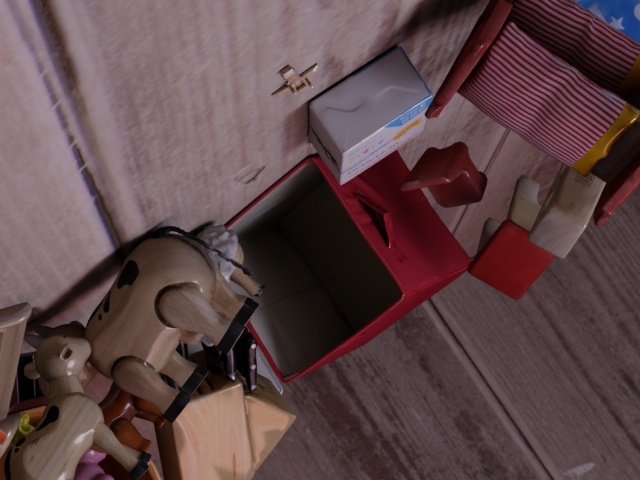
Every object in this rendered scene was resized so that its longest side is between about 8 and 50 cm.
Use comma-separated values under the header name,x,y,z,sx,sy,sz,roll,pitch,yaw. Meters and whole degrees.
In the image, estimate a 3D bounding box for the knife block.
name,x,y,z,sx,sy,sz,roll,pitch,yaw
knife block,-0.164,0.202,2.206,0.242,0.088,0.276,28,104,-37

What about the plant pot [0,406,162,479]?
name,x,y,z,sx,sy,sz,roll,pitch,yaw
plant pot,-0.337,0.330,2.235,0.291,0.291,0.203,-33,-172,-7

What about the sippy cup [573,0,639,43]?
name,x,y,z,sx,sy,sz,roll,pitch,yaw
sippy cup,0.362,-0.208,1.898,0.305,0.224,0.240,-37,172,18

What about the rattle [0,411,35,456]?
name,x,y,z,sx,sy,sz,roll,pitch,yaw
rattle,-0.326,0.243,2.018,0.130,0.143,0.199,-47,-172,-18

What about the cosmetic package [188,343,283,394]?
name,x,y,z,sx,sy,sz,roll,pitch,yaw
cosmetic package,-0.138,0.186,2.476,0.113,0.160,0.309,-32,170,-8

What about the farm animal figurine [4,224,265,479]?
name,x,y,z,sx,sy,sz,roll,pitch,yaw
farm animal figurine,-0.207,0.121,1.816,0.327,0.172,0.330,-53,-176,6

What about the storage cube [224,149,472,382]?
name,x,y,z,sx,sy,sz,roll,pitch,yaw
storage cube,0.021,0.018,2.032,0.215,0.184,0.193,-38,171,28

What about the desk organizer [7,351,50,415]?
name,x,y,z,sx,sy,sz,roll,pitch,yaw
desk organizer,-0.311,0.152,2.005,0.050,0.047,0.130,-38,171,14

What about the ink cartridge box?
name,x,y,z,sx,sy,sz,roll,pitch,yaw
ink cartridge box,0.047,-0.115,1.786,0.104,0.061,0.181,-33,172,-6

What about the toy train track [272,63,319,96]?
name,x,y,z,sx,sy,sz,roll,pitch,yaw
toy train track,-0.021,-0.136,1.578,0.048,0.014,0.083,-34,171,4

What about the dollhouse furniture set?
name,x,y,z,sx,sy,sz,roll,pitch,yaw
dollhouse furniture set,0.185,-0.076,1.777,0.152,0.201,0.374,-60,-179,-38

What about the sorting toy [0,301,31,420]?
name,x,y,z,sx,sy,sz,roll,pitch,yaw
sorting toy,-0.404,0.142,1.559,0.307,0.041,0.229,-17,156,-26
